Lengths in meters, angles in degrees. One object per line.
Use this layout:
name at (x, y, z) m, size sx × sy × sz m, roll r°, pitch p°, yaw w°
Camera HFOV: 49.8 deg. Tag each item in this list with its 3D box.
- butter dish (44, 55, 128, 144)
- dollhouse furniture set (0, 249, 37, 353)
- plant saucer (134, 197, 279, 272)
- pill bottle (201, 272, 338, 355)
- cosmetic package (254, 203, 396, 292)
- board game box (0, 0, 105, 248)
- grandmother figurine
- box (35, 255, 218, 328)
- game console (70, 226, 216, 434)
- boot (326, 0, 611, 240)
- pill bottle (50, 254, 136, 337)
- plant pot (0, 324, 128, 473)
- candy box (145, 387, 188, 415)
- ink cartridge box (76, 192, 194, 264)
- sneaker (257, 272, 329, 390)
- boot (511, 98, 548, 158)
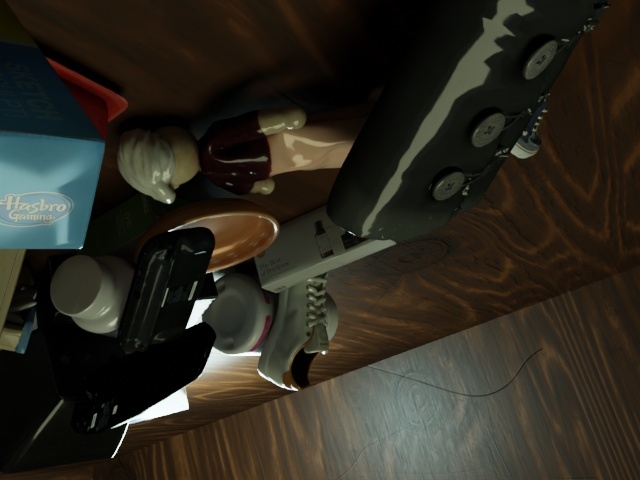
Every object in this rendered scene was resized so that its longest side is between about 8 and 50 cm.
butter dish at (-0.285, -0.091, 0.676) m, size 0.160 × 0.118 × 0.160 m, roll -25°, pitch 160°, yaw 21°
dollhouse furniture set at (-0.502, 0.021, 0.887) m, size 0.286 × 0.198 × 0.303 m, roll 17°, pitch 180°, yaw -22°
plant saucer at (-0.156, -0.006, 0.943) m, size 0.199 × 0.037 × 0.200 m, roll -16°, pitch 160°, yaw -6°
pill bottle at (-0.095, 0.157, 1.434) m, size 0.160 × 0.161 × 0.283 m, roll -28°, pitch 157°, yaw 30°
cosmetic package at (0.000, 0.000, 1.183) m, size 0.239 × 0.099 × 0.060 m, roll -24°, pitch 157°, yaw 18°
board game box at (-0.284, -0.106, 0.365) m, size 0.242 × 0.316 × 0.064 m, roll 0°, pitch 123°, yaw -39°
grandmother figurine at (-0.070, -0.110, 0.838) m, size 0.342 × 0.104 × 0.208 m, roll -8°, pitch 151°, yaw -16°
box at (-0.332, 0.099, 1.171) m, size 0.261 × 0.103 × 0.184 m, roll -3°, pitch 153°, yaw -32°
game console at (-0.218, 0.122, 0.949) m, size 0.213 × 0.044 × 0.361 m, roll -22°, pitch 146°, yaw -47°
boot at (0.096, -0.173, 0.609) m, size 0.366 × 0.146 × 0.445 m, roll -6°, pitch 148°, yaw -29°
pill bottle at (-0.282, 0.081, 0.965) m, size 0.108 × 0.108 × 0.193 m, roll -21°, pitch 159°, yaw 12°
plant pot at (-0.396, 0.231, 1.084) m, size 0.187 × 0.188 × 0.167 m, roll 6°, pitch 137°, yaw -44°
candy box at (-0.513, 0.404, 1.820) m, size 0.268 × 0.122 × 0.317 m, roll -14°, pitch 161°, yaw -5°
ink cartridge box at (-0.239, -0.018, 0.991) m, size 0.209 × 0.062 × 0.109 m, roll -26°, pitch 158°, yaw 24°
sneaker at (-0.016, 0.140, 1.287) m, size 0.123 × 0.290 × 0.105 m, roll 20°, pitch -173°, yaw 38°
boot at (0.294, -0.175, 0.985) m, size 0.086 × 0.069 × 0.190 m, roll -26°, pitch 157°, yaw 33°
